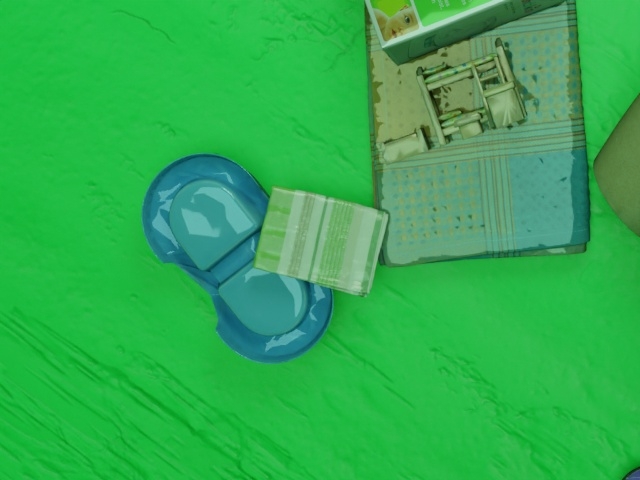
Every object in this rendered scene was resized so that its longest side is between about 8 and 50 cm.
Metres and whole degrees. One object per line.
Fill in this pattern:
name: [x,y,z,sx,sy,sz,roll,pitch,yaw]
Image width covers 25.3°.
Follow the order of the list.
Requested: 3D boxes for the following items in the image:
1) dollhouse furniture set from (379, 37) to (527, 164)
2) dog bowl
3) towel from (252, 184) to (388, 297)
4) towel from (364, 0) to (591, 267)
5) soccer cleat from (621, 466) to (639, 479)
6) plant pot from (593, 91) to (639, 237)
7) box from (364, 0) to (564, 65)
dollhouse furniture set: [0.142,-0.164,1.696,0.182,0.161,0.101,-19,93,11]
dog bowl: [-0.101,0.018,1.850,0.166,0.074,0.297,-38,91,13]
towel: [0.000,0.000,1.790,0.152,0.023,0.113,14,83,-3]
towel: [0.194,-0.158,1.790,0.271,0.040,0.370,-4,96,10]
soccer cleat: [0.523,0.369,1.770,0.318,0.116,0.108,24,102,6]
plant pot: [0.463,-0.121,1.659,0.274,0.256,0.256,-39,90,29]
box: [0.147,-0.376,1.699,0.231,0.127,0.262,-19,84,11]
